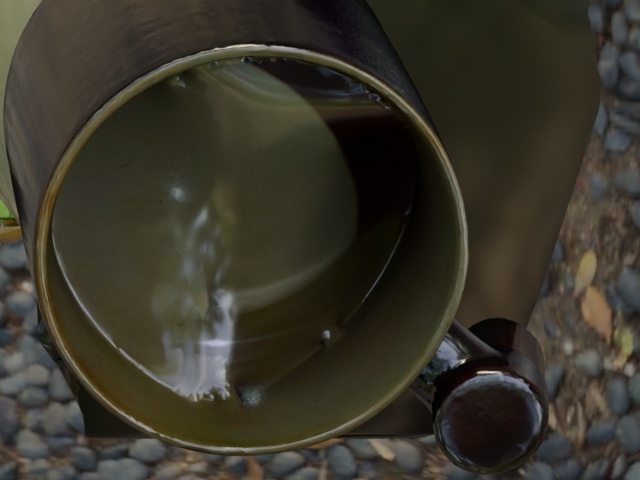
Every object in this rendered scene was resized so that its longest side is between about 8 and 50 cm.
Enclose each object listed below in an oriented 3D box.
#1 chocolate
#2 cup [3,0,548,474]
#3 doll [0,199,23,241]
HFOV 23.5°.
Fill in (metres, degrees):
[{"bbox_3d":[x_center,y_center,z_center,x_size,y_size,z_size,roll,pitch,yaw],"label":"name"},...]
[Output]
[{"bbox_3d":[-0.051,-0.085,0.842,0.297,0.314,0.326,25,106,50],"label":"chocolate"},{"bbox_3d":[0.001,-0.017,0.575,0.239,0.177,0.166,12,106,-14],"label":"cup"},{"bbox_3d":[-0.307,-0.033,1.320,0.186,0.134,0.106,-1,84,7],"label":"doll"}]
